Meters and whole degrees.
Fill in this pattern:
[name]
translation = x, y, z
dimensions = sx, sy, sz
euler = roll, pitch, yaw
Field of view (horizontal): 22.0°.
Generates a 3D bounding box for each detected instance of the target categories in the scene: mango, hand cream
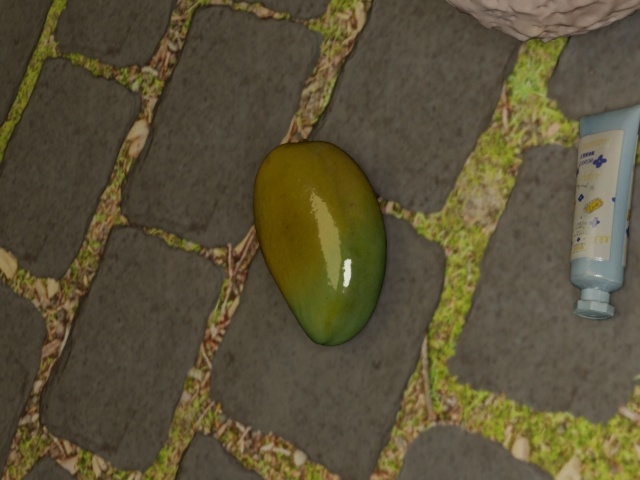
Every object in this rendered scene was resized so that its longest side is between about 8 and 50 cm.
[mango]
translation = 0.000, 0.000, 1.485
dimensions = 0.130, 0.092, 0.195
euler = -20, 69, 38
[hand cream]
translation = 0.222, -0.023, 1.302
dimensions = 0.065, 0.043, 0.171
euler = -9, 70, 47

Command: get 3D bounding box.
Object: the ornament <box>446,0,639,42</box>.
[ornament]
translation = 0.176, -0.289, 1.300
dimensions = 0.259, 0.225, 0.259
euler = -15, 67, 41
